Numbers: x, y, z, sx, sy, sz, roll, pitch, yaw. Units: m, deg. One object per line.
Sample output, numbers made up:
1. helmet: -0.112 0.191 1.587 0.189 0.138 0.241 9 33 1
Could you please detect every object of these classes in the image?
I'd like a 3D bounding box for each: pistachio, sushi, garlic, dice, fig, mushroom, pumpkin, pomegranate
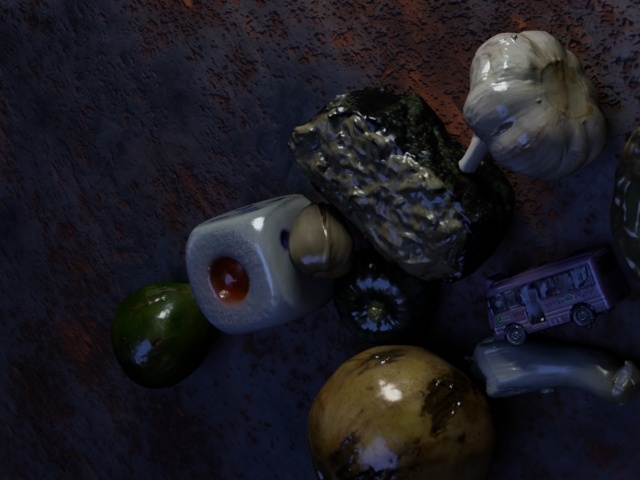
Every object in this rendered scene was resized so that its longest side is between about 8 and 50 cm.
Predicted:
1. pistachio: 0.000 0.000 1.823 0.113 0.113 0.149 -53 32 35
2. sushi: 0.120 -0.087 1.759 0.350 0.171 0.211 42 127 17
3. garlic: 0.265 -0.166 1.617 0.212 0.218 0.219 -35 85 47
4. dice: -0.096 0.039 1.940 0.194 0.192 0.193 -14 96 36
5. fig: -0.262 0.157 2.111 0.244 0.195 0.195 -29 88 9
6. mushroom: 0.346 0.193 1.749 0.278 0.096 0.099 3 109 30
7. pumpkin: 0.100 0.086 1.862 0.167 0.125 0.167 4 98 31
8. pomegranate: 0.123 0.314 1.828 0.322 0.322 0.322 12 113 31

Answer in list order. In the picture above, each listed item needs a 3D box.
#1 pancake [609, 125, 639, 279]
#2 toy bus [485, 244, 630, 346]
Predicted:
1. pancake: 0.520 -0.044 1.573 0.294 0.049 0.295 13 116 29
2. toy bus: 0.339 0.080 1.712 0.199 0.096 0.108 -21 89 36
